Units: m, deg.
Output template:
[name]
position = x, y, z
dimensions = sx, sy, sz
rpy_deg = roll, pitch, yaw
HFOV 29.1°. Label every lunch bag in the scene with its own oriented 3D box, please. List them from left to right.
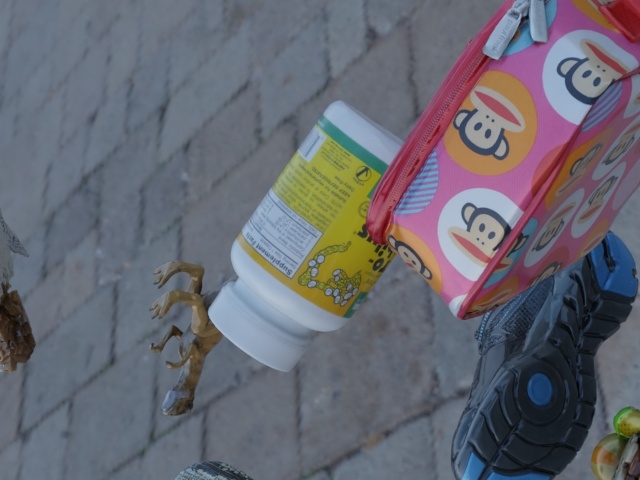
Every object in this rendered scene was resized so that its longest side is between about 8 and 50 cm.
[lunch bag]
position = 0.180, -0.093, 0.853
dimensions = 0.120, 0.293, 0.258
rpy_deg = 43, 126, 17

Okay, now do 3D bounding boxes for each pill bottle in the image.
[pill bottle]
position = 0.000, 0.000, 1.019
dimensions = 0.208, 0.117, 0.117
rpy_deg = -54, 34, 8

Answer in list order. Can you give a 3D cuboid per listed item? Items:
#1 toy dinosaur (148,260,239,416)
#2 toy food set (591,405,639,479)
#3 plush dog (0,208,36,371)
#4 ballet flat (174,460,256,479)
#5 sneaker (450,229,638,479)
[toy dinosaur]
position = -0.093, 0.058, 1.114
dimensions = 0.211, 0.112, 0.064
rpy_deg = -53, 31, 6
[toy food set]
position = 0.247, 0.199, 1.031
dimensions = 0.132, 0.038, 0.192
rpy_deg = 48, -114, -82
[plush dog]
position = -0.343, 0.026, 0.882
dimensions = 0.262, 0.225, 0.210
rpy_deg = -106, 1, -60
[ballet flat]
position = -0.039, 0.512, 1.640
dimensions = 0.164, 0.483, 0.182
rpy_deg = -31, 9, -1
[sneaker]
position = 0.223, 0.138, 1.323
dimensions = 0.139, 0.125, 0.341
rpy_deg = -15, 32, 53
